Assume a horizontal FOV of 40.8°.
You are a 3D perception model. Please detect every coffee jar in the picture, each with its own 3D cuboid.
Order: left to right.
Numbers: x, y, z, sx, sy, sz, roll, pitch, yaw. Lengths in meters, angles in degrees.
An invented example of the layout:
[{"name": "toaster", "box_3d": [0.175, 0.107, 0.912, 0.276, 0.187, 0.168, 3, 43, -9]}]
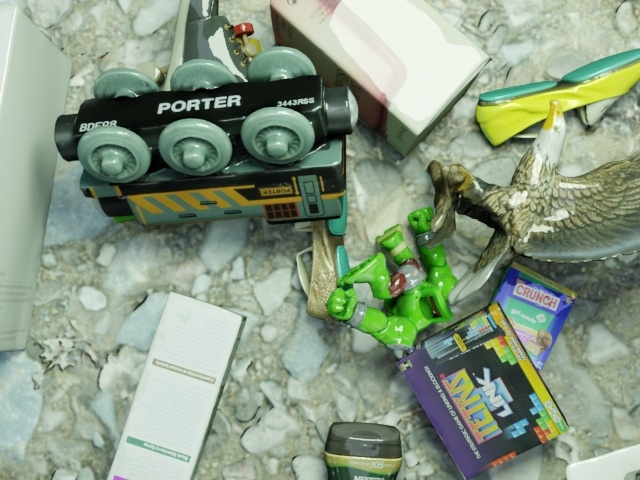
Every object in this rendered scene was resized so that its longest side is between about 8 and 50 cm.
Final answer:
[{"name": "coffee jar", "box_3d": [0.048, 0.311, 1.029, 0.096, 0.079, 0.184, 3, 85, 0]}]

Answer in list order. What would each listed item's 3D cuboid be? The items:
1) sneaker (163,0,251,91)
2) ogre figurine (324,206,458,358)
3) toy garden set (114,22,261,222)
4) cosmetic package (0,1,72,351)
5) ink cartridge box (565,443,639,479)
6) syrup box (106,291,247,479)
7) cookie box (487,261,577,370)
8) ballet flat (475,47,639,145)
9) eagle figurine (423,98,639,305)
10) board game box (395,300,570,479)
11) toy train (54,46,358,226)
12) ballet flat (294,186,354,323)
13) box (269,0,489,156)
[{"name": "sneaker", "box_3d": [-0.113, -0.234, 1.030, 0.118, 0.083, 0.222, 12, 97, -4]}, {"name": "ogre figurine", "box_3d": [0.098, 0.057, 1.035, 0.097, 0.197, 0.118, -30, 101, 36]}, {"name": "toy garden set", "box_3d": [-0.158, -0.149, 1.085, 0.244, 0.049, 0.204, -14, 87, -1]}, {"name": "cosmetic package", "box_3d": [-0.413, -0.067, 0.992, 0.156, 0.217, 0.385, 6, 84, 0]}, {"name": "ink cartridge box", "box_3d": [0.408, 0.398, 1.004, 0.207, 0.119, 0.353, -15, 86, -1]}, {"name": "syrup box", "box_3d": [-0.169, 0.188, 1.030, 0.096, 0.093, 0.237, 19, 85, 1]}, {"name": "cookie box", "box_3d": [0.253, 0.094, 1.068, 0.092, 0.040, 0.107, 27, 85, 3]}, {"name": "ballet flat", "box_3d": [0.309, -0.175, 1.084, 0.231, 0.077, 0.077, -17, 107, 1]}, {"name": "eagle figurine", "box_3d": [0.276, -0.047, 0.972, 0.298, 0.225, 0.226, 8, 48, 1]}, {"name": "board game box", "box_3d": [0.193, 0.180, 1.031, 0.141, 0.048, 0.170, -31, 93, 10]}, {"name": "toy train", "box_3d": [-0.119, -0.097, 0.961, 0.334, 0.190, 0.142, -6, 50, 6]}, {"name": "ballet flat", "box_3d": [0.000, 0.000, 1.064, 0.067, 0.073, 0.206, -6, 80, 22]}, {"name": "box", "box_3d": [0.065, -0.232, 1.041, 0.232, 0.148, 0.127, 42, 86, 3]}]
